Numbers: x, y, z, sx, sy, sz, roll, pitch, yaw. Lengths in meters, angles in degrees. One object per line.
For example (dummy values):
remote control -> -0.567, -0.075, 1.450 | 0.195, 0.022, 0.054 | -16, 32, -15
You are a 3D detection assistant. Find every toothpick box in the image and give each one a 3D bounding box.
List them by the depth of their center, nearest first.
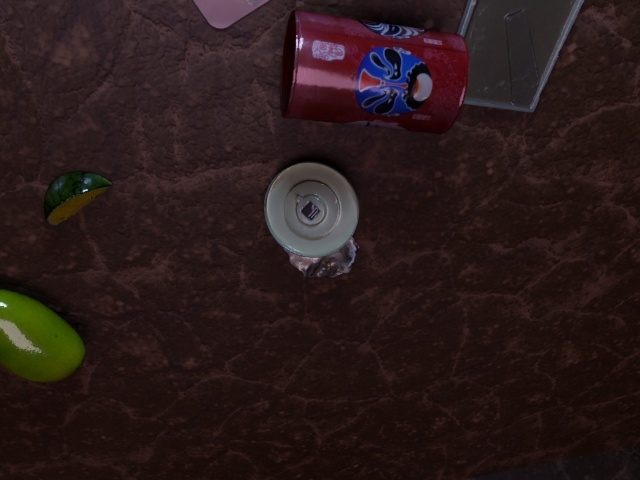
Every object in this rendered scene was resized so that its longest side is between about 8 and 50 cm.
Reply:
toothpick box -> 0.097, -0.327, 1.072 | 0.333, 0.204, 0.204 | 3, 128, -11

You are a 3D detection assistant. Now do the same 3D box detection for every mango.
mango -> -0.780, 0.250, 1.426 | 0.192, 0.156, 0.343 | -31, 124, 4

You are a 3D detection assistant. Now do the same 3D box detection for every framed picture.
framed picture -> 0.409, -0.441, 1.146 | 0.247, 0.022, 0.335 | 4, 128, -13

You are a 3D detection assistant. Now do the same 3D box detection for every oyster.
oyster -> 0.000, 0.000, 1.392 | 0.222, 0.083, 0.214 | -12, 111, 30

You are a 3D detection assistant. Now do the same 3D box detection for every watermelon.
watermelon -> -0.573, -0.091, 1.235 | 0.181, 0.075, 0.092 | -29, 131, 12

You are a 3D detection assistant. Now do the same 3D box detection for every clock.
clock -> -0.022, -0.072, 1.296 | 0.235, 0.029, 0.235 | 3, 105, 11

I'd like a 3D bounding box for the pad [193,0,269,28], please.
pad -> -0.136, -0.527, 1.001 | 0.267, 0.004, 0.181 | -27, 127, 13
